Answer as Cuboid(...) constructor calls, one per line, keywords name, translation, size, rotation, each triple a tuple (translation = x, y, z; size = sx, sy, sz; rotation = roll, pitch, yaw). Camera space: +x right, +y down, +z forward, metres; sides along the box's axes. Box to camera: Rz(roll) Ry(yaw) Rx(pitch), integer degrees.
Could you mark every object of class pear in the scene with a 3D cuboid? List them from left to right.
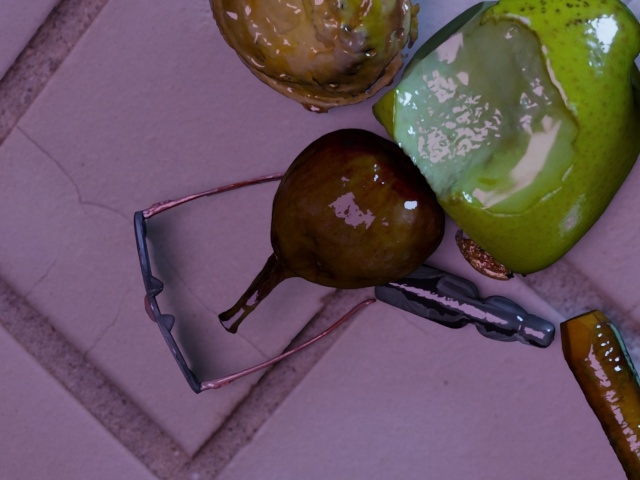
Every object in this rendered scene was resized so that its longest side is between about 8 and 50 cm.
Cuboid(name="pear", translation=(0.233, -0.141, 1.714), size=(0.282, 0.176, 0.286), rotation=(-38, 82, 17))

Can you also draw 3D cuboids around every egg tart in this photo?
Cuboid(name="egg tart", translation=(-0.024, -0.270, 1.796), size=(0.278, 0.095, 0.279), rotation=(18, 125, 29))

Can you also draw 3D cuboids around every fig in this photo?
Cuboid(name="fig", translation=(-0.007, -0.006, 1.769), size=(0.290, 0.190, 0.191), rotation=(-29, 84, 1))

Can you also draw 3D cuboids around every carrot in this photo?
Cuboid(name="carrot", translation=(0.340, 0.200, 1.757), size=(0.070, 0.070, 0.260), rotation=(-27, 87, 20))

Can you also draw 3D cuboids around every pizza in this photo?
Cuboid(name="pizza", translation=(0.186, 0.017, 1.823), size=(0.083, 0.016, 0.037), rotation=(42, 100, 14))

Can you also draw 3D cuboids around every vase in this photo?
Cuboid(name="vase", translation=(0.166, 0.075, 1.811), size=(0.211, 0.060, 0.060), rotation=(21, 101, 18))

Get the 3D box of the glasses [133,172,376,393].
Cuboid(name="glasses", translation=(-0.084, 0.042, 1.915), size=(0.268, 0.118, 0.234), rotation=(-18, 87, 0))
